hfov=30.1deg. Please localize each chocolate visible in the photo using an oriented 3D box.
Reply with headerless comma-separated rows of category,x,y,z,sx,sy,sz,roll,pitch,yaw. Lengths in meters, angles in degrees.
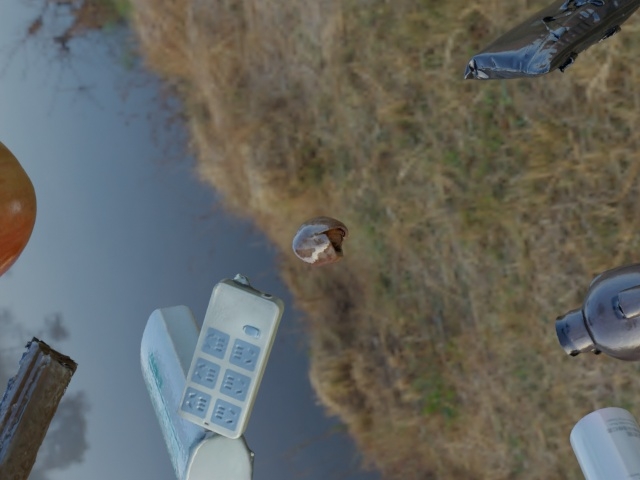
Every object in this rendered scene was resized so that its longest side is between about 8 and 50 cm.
chocolate,-0.478,0.312,1.876,0.065,0.102,0.329,-16,47,52

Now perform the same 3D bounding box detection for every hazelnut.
hazelnut,0.000,0.000,1.753,0.086,0.086,0.086,171,90,-66

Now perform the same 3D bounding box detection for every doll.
doll,0.394,0.070,1.348,0.257,0.182,0.117,-21,77,39

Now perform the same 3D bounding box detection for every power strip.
power strip,-0.101,0.134,1.351,0.035,0.081,0.192,-40,-30,-69

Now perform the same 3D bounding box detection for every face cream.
face cream,0.421,0.372,1.526,0.345,0.102,0.102,-107,22,-48

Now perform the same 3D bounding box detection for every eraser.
eraser,-0.188,0.255,1.767,0.290,0.104,0.189,-121,24,-49

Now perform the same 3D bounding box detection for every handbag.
handbag,0.378,-0.328,1.899,0.211,0.254,0.089,7,130,59

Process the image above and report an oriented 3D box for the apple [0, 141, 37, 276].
apple,-0.478,-0.026,1.461,0.242,0.241,0.242,9,108,27
